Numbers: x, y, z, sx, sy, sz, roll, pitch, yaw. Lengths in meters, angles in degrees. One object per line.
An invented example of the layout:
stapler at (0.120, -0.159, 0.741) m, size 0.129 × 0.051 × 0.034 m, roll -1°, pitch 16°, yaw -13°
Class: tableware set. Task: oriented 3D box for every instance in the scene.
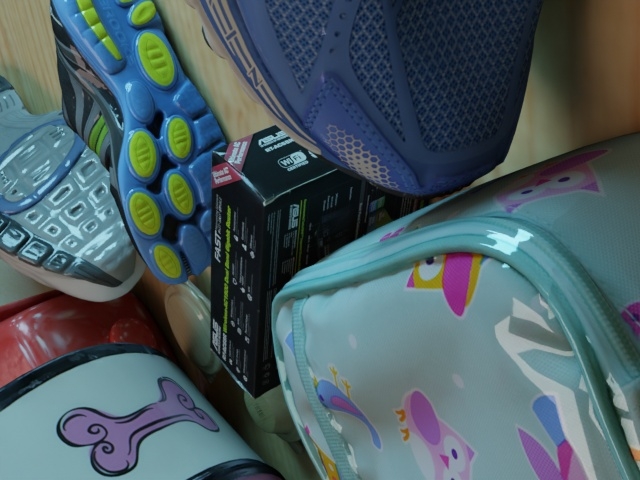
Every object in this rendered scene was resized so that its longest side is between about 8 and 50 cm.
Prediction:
tableware set at (-0.046, 0.049, 0.708) m, size 0.141 × 0.020 × 0.169 m, roll 48°, pitch 146°, yaw 25°

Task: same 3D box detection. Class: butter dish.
butter dish at (-0.155, 0.091, 0.821) m, size 0.118 × 0.160 × 0.160 m, roll -39°, pitch 78°, yaw 38°

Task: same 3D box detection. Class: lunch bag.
lunch bag at (0.096, 0.115, 0.427) m, size 0.224 × 0.108 × 0.279 m, roll -18°, pitch 96°, yaw 61°

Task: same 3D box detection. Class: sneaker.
sneaker at (0.037, -0.145, 0.301) m, size 0.147 × 0.130 × 0.330 m, roll 40°, pitch 143°, yaw 42°
sneaker at (-0.102, -0.066, 0.671) m, size 0.188 × 0.067 × 0.078 m, roll 67°, pitch 158°, yaw 6°
sneaker at (-0.192, -0.026, 0.835) m, size 0.297 × 0.111 × 0.129 m, roll 34°, pitch 155°, yaw 49°

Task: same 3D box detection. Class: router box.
router box at (0.000, 0.000, 0.515) m, size 0.038 × 0.092 × 0.122 m, roll 45°, pitch 145°, yaw 33°

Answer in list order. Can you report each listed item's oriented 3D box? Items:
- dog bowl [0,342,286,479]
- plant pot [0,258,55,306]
dog bowl at (-0.146, 0.272, 0.693) m, size 0.150 × 0.408 × 0.408 m, roll 29°, pitch 139°, yaw 21°
plant pot at (-0.253, 0.082, 1.001) m, size 0.109 × 0.096 × 0.109 m, roll 44°, pitch 145°, yaw 35°
